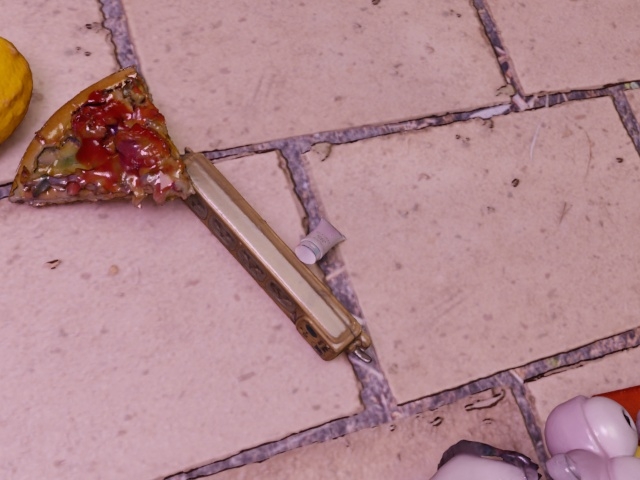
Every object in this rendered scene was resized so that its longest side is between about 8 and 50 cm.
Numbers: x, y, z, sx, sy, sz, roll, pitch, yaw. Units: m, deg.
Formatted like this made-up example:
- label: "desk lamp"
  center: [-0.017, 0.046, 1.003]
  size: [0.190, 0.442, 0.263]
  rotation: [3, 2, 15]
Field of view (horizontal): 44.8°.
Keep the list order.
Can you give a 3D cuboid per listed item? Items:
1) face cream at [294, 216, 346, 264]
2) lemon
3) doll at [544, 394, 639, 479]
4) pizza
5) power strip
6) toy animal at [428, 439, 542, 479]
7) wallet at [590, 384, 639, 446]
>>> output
- label: "face cream"
  center: [0.000, 0.000, 0.846]
  size: [0.038, 0.020, 0.115]
  rotation: [41, 21, 3]
- label: "lemon"
  center: [-0.354, -0.144, 0.772]
  size: [0.114, 0.114, 0.155]
  rotation: [28, 67, -6]
- label: "doll"
  center: [0.316, 0.229, 0.740]
  size: [0.365, 0.094, 0.160]
  rotation: [19, 47, -43]
- label: "pizza"
  center: [-0.206, -0.103, 0.798]
  size: [0.193, 0.053, 0.201]
  rotation: [18, 61, 19]
- label: "power strip"
  center: [-0.056, 0.021, 0.826]
  size: [0.044, 0.064, 0.305]
  rotation: [-41, 85, -23]
- label: "toy animal"
  center: [0.105, 0.340, 0.659]
  size: [0.247, 0.182, 0.310]
  rotation: [18, 51, 24]
- label: "wallet"
  center: [0.420, 0.232, 0.905]
  size: [0.205, 0.045, 0.142]
  rotation: [-8, 74, -19]
